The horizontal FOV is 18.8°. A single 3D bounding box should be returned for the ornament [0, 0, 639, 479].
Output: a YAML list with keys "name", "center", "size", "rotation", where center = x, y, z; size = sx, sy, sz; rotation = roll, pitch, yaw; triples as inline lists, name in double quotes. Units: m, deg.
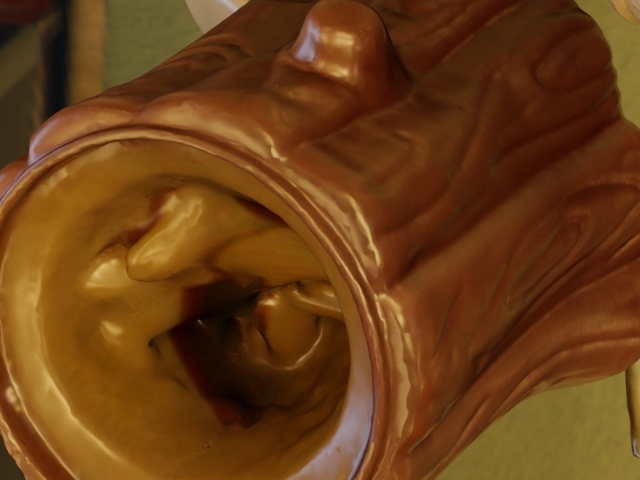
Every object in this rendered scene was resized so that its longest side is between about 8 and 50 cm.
- name: "ornament"
  center: [0.000, 0.000, 0.707]
  size: [0.235, 0.217, 0.221]
  rotation: [32, 120, 12]

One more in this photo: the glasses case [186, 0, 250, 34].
- name: "glasses case"
  center: [0.013, -0.099, 1.120]
  size: [0.233, 0.092, 0.059]
  rotation: [32, 71, 27]

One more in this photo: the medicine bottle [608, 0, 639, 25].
- name: "medicine bottle"
  center: [0.064, -0.148, 0.565]
  size: [0.114, 0.114, 0.252]
  rotation: [-45, 59, 18]

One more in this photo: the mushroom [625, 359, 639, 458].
- name: "mushroom"
  center: [0.290, 0.100, 1.093]
  size: [0.212, 0.292, 0.217]
  rotation: [0, 116, 1]
